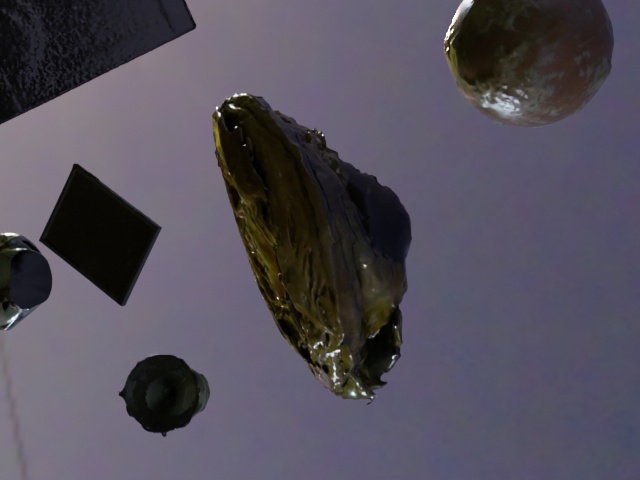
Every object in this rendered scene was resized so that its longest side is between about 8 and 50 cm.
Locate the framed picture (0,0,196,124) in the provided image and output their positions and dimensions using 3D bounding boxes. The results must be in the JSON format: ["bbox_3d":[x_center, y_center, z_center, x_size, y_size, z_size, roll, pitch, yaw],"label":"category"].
[{"bbox_3d":[-0.365,-0.340,2.241,0.244,0.323,0.013,66,-15,-14],"label":"framed picture"}]

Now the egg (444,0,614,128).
[{"bbox_3d":[0.252,-0.233,1.922,0.245,0.203,0.203,-40,150,-59],"label":"egg"}]

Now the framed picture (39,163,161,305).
[{"bbox_3d":[-0.261,-0.007,1.878,0.149,0.011,0.109,36,-70,25],"label":"framed picture"}]

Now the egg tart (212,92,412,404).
[{"bbox_3d":[0.000,0.000,1.341,0.297,0.132,0.297,59,-15,26],"label":"egg tart"}]

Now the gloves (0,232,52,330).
[{"bbox_3d":[-0.437,0.056,2.182,0.212,0.111,0.128,3,-57,63],"label":"gloves"}]

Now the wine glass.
[{"bbox_3d":[-0.230,0.232,2.439,0.183,0.122,0.122,61,33,-85],"label":"wine glass"}]
